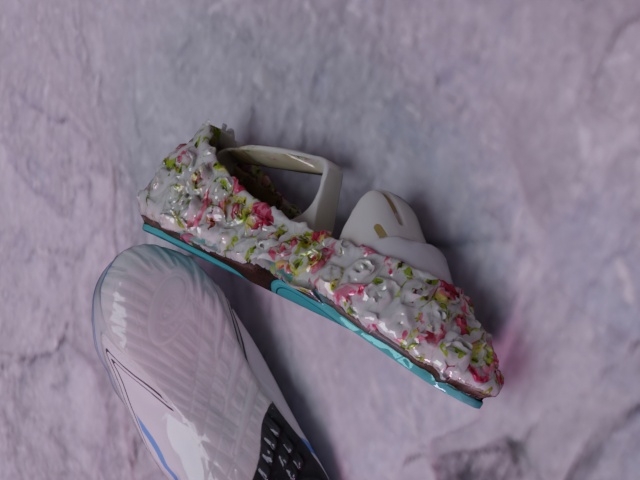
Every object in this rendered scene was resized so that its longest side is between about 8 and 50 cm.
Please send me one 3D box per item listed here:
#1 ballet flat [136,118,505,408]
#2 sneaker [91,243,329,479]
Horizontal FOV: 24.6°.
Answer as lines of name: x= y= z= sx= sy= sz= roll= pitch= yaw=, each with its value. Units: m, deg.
ballet flat: x=0.000 y=0.000 z=0.732 sx=0.241 sy=0.091 sz=0.077 roll=27 pitch=90 yaw=35
sneaker: x=-0.053 y=0.112 z=0.806 sx=0.086 sy=0.085 sz=0.237 roll=118 pitch=127 yaw=-80
